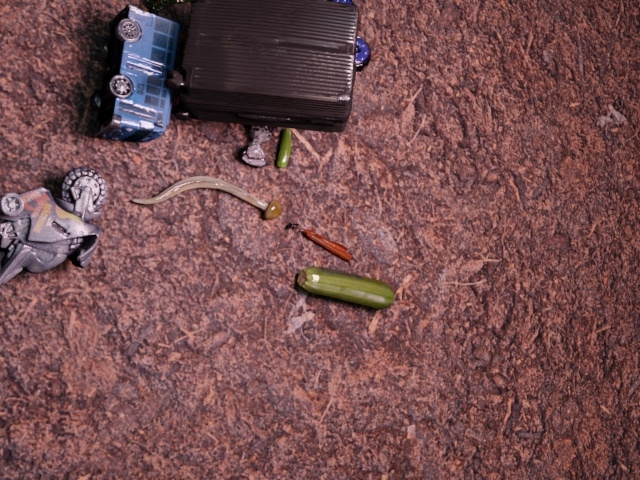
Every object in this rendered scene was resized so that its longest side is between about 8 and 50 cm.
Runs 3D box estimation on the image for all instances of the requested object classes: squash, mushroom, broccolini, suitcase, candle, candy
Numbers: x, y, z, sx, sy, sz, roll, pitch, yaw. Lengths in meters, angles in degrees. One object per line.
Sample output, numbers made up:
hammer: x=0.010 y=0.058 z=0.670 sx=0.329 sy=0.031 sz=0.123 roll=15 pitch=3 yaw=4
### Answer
squash: x=-0.074 y=-0.193 z=1.778 sx=0.027 sy=0.027 sz=0.089 roll=15 pitch=77 yaw=-28
mushroom: x=-0.216 y=-0.088 z=1.679 sx=0.306 sy=0.043 sz=0.068 roll=8 pitch=55 yaw=-28
broccolini: x=-0.239 y=-0.489 z=1.722 sx=0.254 sy=0.071 sz=0.057 roll=-6 pitch=45 yaw=-37
suitcase: x=-0.099 y=-0.336 z=1.593 sx=0.335 sy=0.152 sz=0.229 roll=5 pitch=70 yaw=0
candle: x=0.000 y=-0.001 z=1.803 sx=0.167 sy=0.021 sz=0.026 roll=30 pitch=90 yaw=-25
candy: x=-0.103 y=-0.250 z=1.755 sx=0.094 sy=0.051 sz=0.226 roll=34 pitch=67 yaw=-29
squash: x=0.058 y=0.099 z=1.798 sx=0.229 sy=0.066 sz=0.066 roll=14 pitch=77 yaw=-29

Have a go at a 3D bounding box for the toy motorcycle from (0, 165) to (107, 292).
toy motorcycle: x=-0.490 y=-0.007 z=1.466 sx=0.307 sy=0.108 sz=0.173 roll=-28 pitch=104 yaw=-28

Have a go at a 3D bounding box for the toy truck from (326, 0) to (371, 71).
toy truck: x=-0.014 y=-0.397 z=1.759 sx=0.177 sy=0.161 sz=0.213 roll=-14 pitch=80 yaw=-26

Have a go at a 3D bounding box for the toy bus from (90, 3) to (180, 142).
toy bus: x=-0.339 y=-0.298 z=1.583 sx=0.133 sy=0.116 sz=0.234 roll=13 pitch=76 yaw=-32
